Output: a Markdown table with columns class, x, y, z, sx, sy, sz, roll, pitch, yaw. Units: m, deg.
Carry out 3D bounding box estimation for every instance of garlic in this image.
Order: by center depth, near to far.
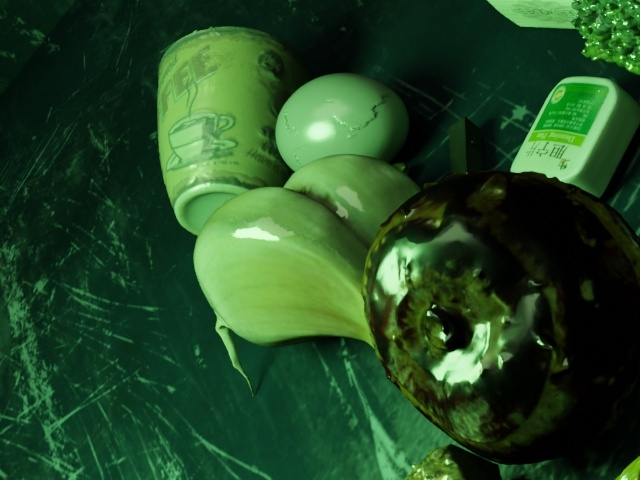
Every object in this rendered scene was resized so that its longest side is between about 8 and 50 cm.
| class | x | y | z | sx | sy | sz | roll | pitch | yaw |
| --- | --- | --- | --- | --- | --- | --- | --- | --- | --- |
| garlic | -0.010 | 0.019 | 1.870 | 0.340 | 0.246 | 0.231 | -21 | 21 | 50 |

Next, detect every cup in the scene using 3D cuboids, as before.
| class | x | y | z | sx | sy | sz | roll | pitch | yaw |
| --- | --- | --- | --- | --- | --- | --- | --- | --- | --- |
| cup | -0.143 | -0.116 | 2.193 | 0.301 | 0.227 | 0.257 | 117 | 163 | -55 |

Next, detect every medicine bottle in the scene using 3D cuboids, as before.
| class | x | y | z | sx | sy | sz | roll | pitch | yaw |
| --- | --- | --- | --- | --- | --- | --- | --- | --- | --- |
| medicine bottle | 0.272 | -0.089 | 1.690 | 0.119 | 0.069 | 0.183 | 13 | 72 | 56 |

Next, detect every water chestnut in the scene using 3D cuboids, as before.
| class | x | y | z | sx | sy | sz | roll | pitch | yaw |
| --- | --- | --- | --- | --- | --- | --- | --- | --- | --- |
| water chestnut | 0.195 | 0.065 | 1.498 | 0.300 | 0.300 | 0.300 | -35 | 35 | 30 |

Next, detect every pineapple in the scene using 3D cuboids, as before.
| class | x | y | z | sx | sy | sz | roll | pitch | yaw |
| --- | --- | --- | --- | --- | --- | --- | --- | --- | --- |
| pineapple | 0.097 | 0.291 | 1.527 | 0.197 | 0.108 | 0.108 | -46 | 31 | 22 |

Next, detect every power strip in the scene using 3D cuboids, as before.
| class | x | y | z | sx | sy | sz | roll | pitch | yaw |
| --- | --- | --- | --- | --- | --- | --- | --- | --- | --- |
| power strip | 0.179 | -0.102 | 1.864 | 0.029 | 0.038 | 0.111 | -33 | 37 | 31 |

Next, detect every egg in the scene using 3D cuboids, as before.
| class | x | y | z | sx | sy | sz | roll | pitch | yaw |
| --- | --- | --- | --- | --- | --- | --- | --- | --- | --- |
| egg | 0.029 | -0.148 | 2.013 | 0.199 | 0.146 | 0.146 | -14 | 49 | 46 |

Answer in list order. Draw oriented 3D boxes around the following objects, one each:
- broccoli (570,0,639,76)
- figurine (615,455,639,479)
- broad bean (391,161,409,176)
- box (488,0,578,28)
| class | x | y | z | sx | sy | sz | roll | pitch | yaw |
| --- | --- | --- | --- | --- | --- | --- | --- | --- | --- |
| broccoli | 0.392 | -0.296 | 1.545 | 0.338 | 0.277 | 0.317 | -29 | 18 | 24 |
| figurine | 0.221 | 0.293 | 1.298 | 0.187 | 0.168 | 0.315 | -23 | -10 | -46 |
| broad bean | 0.000 | 0.000 | 2.003 | 0.292 | 0.049 | 0.144 | -30 | 35 | 38 |
| box | 0.357 | -0.417 | 1.876 | 0.330 | 0.095 | 0.210 | -61 | 30 | -7 |
